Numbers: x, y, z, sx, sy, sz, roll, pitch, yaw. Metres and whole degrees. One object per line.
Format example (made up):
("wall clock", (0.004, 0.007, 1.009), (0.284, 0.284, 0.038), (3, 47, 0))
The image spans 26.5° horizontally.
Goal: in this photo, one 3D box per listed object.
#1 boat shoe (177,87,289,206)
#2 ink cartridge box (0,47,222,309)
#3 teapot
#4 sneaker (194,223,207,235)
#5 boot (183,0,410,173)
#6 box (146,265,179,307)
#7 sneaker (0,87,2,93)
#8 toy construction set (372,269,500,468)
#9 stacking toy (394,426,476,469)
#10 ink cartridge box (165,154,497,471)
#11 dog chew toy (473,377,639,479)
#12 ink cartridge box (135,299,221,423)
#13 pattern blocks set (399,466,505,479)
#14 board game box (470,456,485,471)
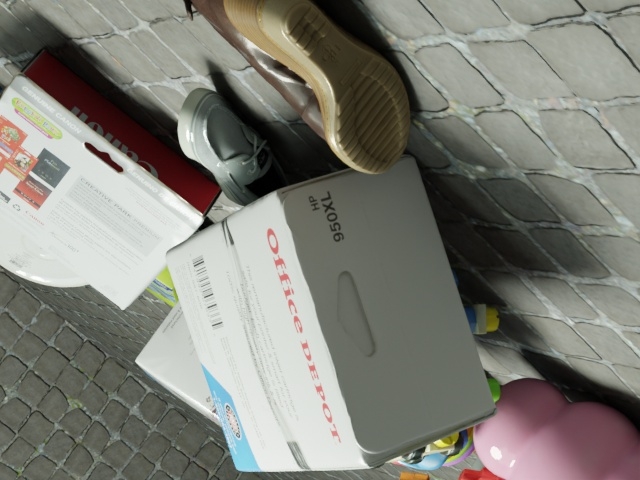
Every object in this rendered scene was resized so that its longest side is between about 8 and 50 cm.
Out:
("boat shoe", (-0.090, -0.101, 1.565), (0.081, 0.079, 0.227), (17, 162, 25))
("ink cartridge box", (-0.304, -0.094, 1.829), (0.309, 0.130, 0.272), (38, 137, -10))
("teapot", (-0.399, -0.060, 2.114), (0.252, 0.187, 0.256), (6, 140, 7))
("sneaker", (-0.163, 0.020, 2.022), (0.130, 0.087, 0.227), (11, 154, 52))
("boot", (-0.031, -0.178, 1.248), (0.207, 0.090, 0.248), (37, 170, 43))
("box", (-0.297, 0.063, 2.485), (0.109, 0.042, 0.178), (33, 164, 8))
("sneaker", (-0.534, -0.181, 2.185), (0.081, 0.090, 0.232), (29, 162, 23))
("toy construction set", (0.115, 0.164, 1.674), (0.151, 0.215, 0.327), (-5, 167, -9))
("stacking toy", (0.170, 0.263, 1.964), (0.175, 0.165, 0.302), (22, 171, 30))
("ink cartridge box", (-0.004, 0.094, 1.493), (0.395, 0.166, 0.285), (-22, 86, 66))
("dog chew toy", (0.320, 0.288, 1.613), (0.332, 0.206, 0.206), (37, 165, 21))
("ink cartridge box", (-0.134, 0.209, 2.260), (0.270, 0.197, 0.198), (34, 169, 5))
("pattern blocks set", (0.240, 0.373, 1.863), (0.285, 0.026, 0.325), (29, 155, -20))
("board game box", (0.387, 0.388, 1.925), (0.303, 0.097, 0.224), (38, 164, -11))
